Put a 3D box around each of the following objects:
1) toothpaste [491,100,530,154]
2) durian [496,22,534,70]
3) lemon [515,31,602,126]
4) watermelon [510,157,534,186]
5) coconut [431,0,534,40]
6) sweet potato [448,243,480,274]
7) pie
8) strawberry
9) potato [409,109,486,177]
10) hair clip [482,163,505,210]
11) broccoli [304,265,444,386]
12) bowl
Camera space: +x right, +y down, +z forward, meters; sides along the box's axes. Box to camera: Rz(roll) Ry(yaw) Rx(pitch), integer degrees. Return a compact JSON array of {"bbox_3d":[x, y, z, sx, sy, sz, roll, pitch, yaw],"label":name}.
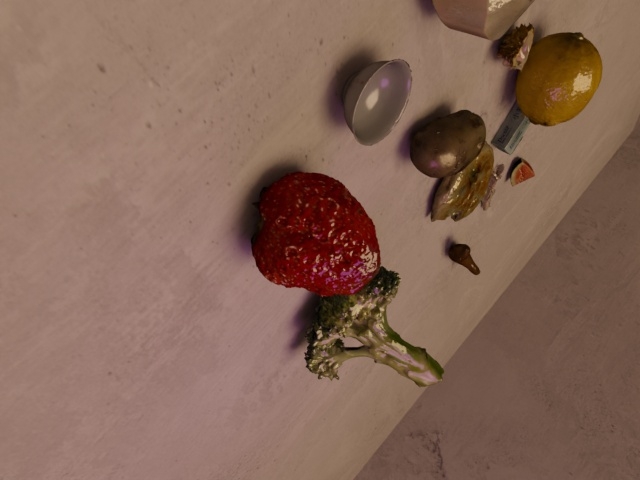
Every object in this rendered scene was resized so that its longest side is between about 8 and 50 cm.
[{"bbox_3d":[0.724,-0.461,1.844,0.089,0.071,0.313,14,109,-54],"label":"toothpaste"},{"bbox_3d":[0.568,-0.555,1.520,0.224,0.078,0.140,-1,110,-67],"label":"durian"},{"bbox_3d":[0.749,-0.506,1.651,0.245,0.245,0.320,-33,147,-33],"label":"lemon"},{"bbox_3d":[0.860,-0.296,2.181,0.135,0.094,0.125,-36,139,-35],"label":"watermelon"},{"bbox_3d":[0.347,-0.535,1.068,0.241,0.241,0.241,-36,145,-30],"label":"coconut"},{"bbox_3d":[0.589,0.071,2.151,0.079,0.108,0.346,-47,148,4],"label":"sweet potato"},{"bbox_3d":[0.497,-0.193,1.781,0.337,0.075,0.337,-35,145,-30],"label":"pie"},{"bbox_3d":[0.000,0.000,1.072,0.257,0.277,0.257,-40,150,-28],"label":"strawberry"},{"bbox_3d":[0.349,-0.262,1.424,0.262,0.165,0.165,-35,145,-27],"label":"potato"},{"bbox_3d":[0.675,-0.199,2.074,0.072,0.034,0.226,-28,143,-32],"label":"hair clip"},{"bbox_3d":[0.174,0.238,1.473,0.275,0.397,0.353,-60,158,-48],"label":"broccoli"},{"bbox_3d":[0.103,-0.304,1.093,0.189,0.086,0.189,-37,148,-28],"label":"bowl"}]
